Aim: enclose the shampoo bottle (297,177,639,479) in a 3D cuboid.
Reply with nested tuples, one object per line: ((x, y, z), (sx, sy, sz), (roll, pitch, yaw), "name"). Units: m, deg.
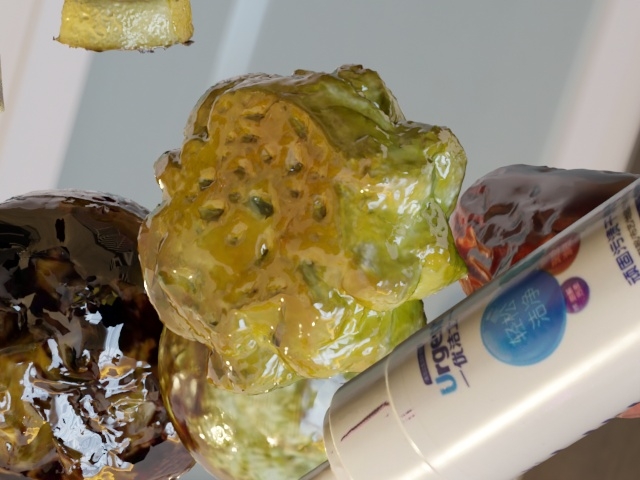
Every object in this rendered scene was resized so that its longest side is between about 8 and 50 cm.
((0.102, 0.060, 0.868), (0.092, 0.303, 0.092), (37, -147, -29), "shampoo bottle")

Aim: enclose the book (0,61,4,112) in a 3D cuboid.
((-0.413, -0.152, 2.016), (0.012, 0.118, 0.172), (51, -172, -28), "book")

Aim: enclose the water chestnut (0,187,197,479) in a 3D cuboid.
((-0.258, 0.115, 1.718), (0.335, 0.335, 0.347), (19, -175, 6), "water chestnut")

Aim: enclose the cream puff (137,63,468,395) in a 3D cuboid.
((-0.008, -0.007, 1.232), (0.196, 0.244, 0.244), (-19, -146, -39), "cream puff")

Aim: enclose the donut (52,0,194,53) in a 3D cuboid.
((-0.206, -0.251, 1.916), (0.146, 0.078, 0.181), (5, -163, 4), "donut")

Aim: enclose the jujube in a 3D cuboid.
((0.203, 0.028, 1.333), (0.190, 0.190, 0.255), (9, -168, -33), "jujube")

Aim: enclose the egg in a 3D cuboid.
((-0.031, 0.106, 1.569), (0.238, 0.238, 0.289), (11, -168, -27), "egg")
